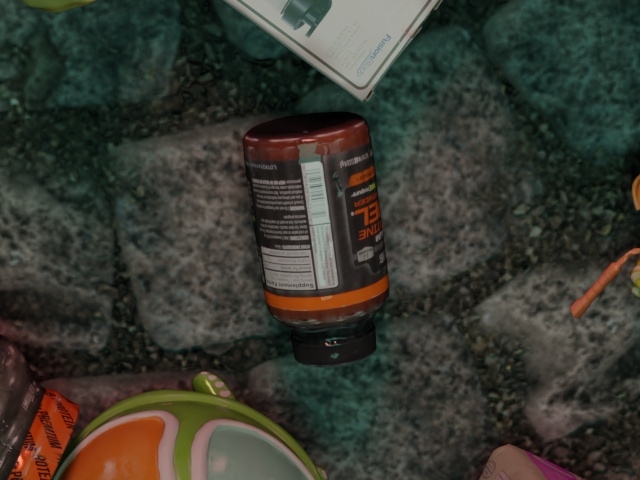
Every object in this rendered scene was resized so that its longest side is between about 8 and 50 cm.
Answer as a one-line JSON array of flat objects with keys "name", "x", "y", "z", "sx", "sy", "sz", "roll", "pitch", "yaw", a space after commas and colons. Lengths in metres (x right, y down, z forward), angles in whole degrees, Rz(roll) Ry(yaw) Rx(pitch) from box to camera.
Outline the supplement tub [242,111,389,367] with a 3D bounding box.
[{"name": "supplement tub", "x": 0.000, "y": 0.000, "z": 1.180, "sx": 0.106, "sy": 0.106, "sz": 0.198, "roll": -8, "pitch": 105, "yaw": -2}]

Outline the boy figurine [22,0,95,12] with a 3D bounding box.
[{"name": "boy figurine", "x": -0.154, "y": -0.296, "z": 0.986, "sx": 0.177, "sy": 0.092, "sz": 0.285, "roll": 17, "pitch": 96, "yaw": -49}]

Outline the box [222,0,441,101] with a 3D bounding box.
[{"name": "box", "x": -0.034, "y": -0.260, "z": 1.120, "sx": 0.290, "sy": 0.087, "sz": 0.169, "roll": 34, "pitch": 99, "yaw": -11}]

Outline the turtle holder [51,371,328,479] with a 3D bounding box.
[{"name": "turtle holder", "x": -0.096, "y": 0.289, "z": 1.183, "sx": 0.243, "sy": 0.227, "sz": 0.320, "roll": -15, "pitch": 104, "yaw": -1}]

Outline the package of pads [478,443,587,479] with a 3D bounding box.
[{"name": "package of pads", "x": 0.273, "y": 0.291, "z": 1.208, "sx": 0.296, "sy": 0.229, "sz": 0.101, "roll": 26, "pitch": 94, "yaw": -9}]

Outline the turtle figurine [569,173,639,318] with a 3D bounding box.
[{"name": "turtle figurine", "x": 0.337, "y": -0.013, "z": 1.209, "sx": 0.217, "sy": 0.087, "sz": 0.269, "roll": 34, "pitch": 92, "yaw": -19}]

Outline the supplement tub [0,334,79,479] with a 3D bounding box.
[{"name": "supplement tub", "x": -0.376, "y": 0.127, "z": 1.134, "sx": 0.338, "sy": 0.207, "sz": 0.207, "roll": 28, "pitch": 101, "yaw": -9}]
